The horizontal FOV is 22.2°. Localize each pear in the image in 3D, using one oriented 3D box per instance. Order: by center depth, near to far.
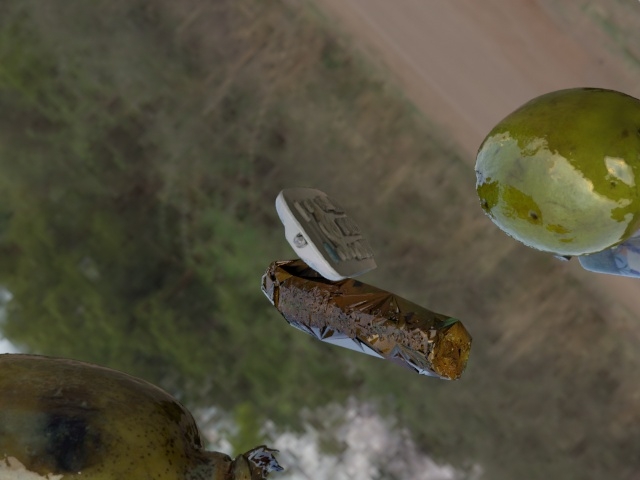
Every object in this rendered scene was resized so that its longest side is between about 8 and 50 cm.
[{"bbox_3d":[0.157,-0.042,1.014,0.107,0.131,0.107,27,-126,-45],"label":"pear"}]

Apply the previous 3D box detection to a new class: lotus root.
[{"bbox_3d":[-0.145,0.152,1.010,0.278,0.154,0.154,10,171,13],"label":"lotus root"}]

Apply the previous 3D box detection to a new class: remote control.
[{"bbox_3d":[0.000,0.000,1.164,0.073,0.044,0.229,57,-172,3],"label":"remote control"}]

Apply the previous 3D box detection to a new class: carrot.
[{"bbox_3d":[0.036,0.066,1.441,0.229,0.069,0.069,19,162,43],"label":"carrot"}]

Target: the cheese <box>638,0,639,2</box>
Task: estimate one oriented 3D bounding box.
[{"bbox_3d":[0.346,-0.337,1.601,0.248,0.251,0.173,21,170,0],"label":"cheese"}]

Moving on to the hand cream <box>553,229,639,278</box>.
[{"bbox_3d":[0.327,0.002,1.388,0.271,0.091,0.058,5,-178,34],"label":"hand cream"}]
